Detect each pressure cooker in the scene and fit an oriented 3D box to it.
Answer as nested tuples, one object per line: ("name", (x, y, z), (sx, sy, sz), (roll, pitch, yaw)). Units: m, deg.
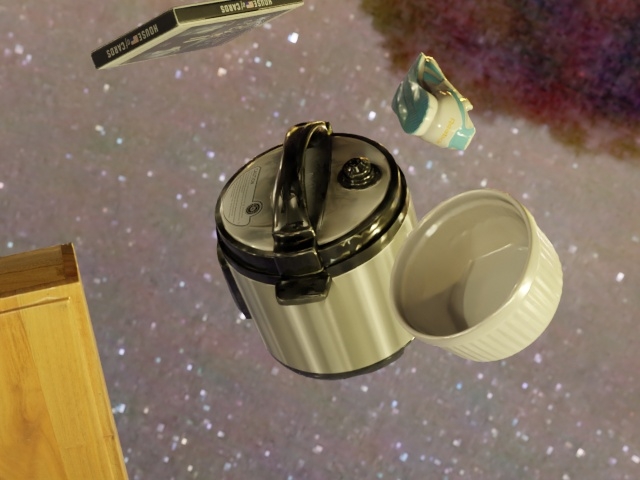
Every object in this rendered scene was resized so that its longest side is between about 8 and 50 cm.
("pressure cooker", (0.006, -0.002, 1.875), (0.375, 0.420, 0.370), (-37, -137, -19))

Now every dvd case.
("dvd case", (-0.161, -0.283, 1.352), (0.179, 0.030, 0.238), (-15, -174, 43))

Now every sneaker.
("sneaker", (0.164, -0.199, 1.481), (0.092, 0.087, 0.229), (23, -150, -15))

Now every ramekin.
("ramekin", (0.198, 0.051, 1.252), (0.109, 0.207, 0.207), (36, -168, -38))

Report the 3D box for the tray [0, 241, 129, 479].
("tray", (-0.332, 0.203, 1.116), (0.202, 0.411, 0.076), (-12, -139, -12))
